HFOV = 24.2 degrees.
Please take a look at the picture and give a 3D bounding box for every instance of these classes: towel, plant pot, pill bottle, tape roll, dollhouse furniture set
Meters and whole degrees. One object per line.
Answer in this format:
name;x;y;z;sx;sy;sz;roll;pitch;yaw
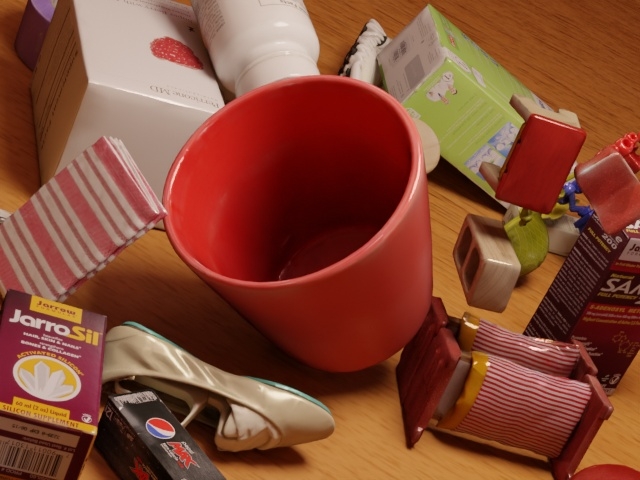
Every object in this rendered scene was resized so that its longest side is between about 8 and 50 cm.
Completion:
towel;-0.259;-0.007;1.548;0.029;0.197;0.144;45;6;-48
plant pot;0.000;0.000;1.587;0.275;0.243;0.275;-9;55;13
pill bottle;-0.073;-0.246;1.802;0.131;0.131;0.229;5;49;-33
tape roll;-0.320;-0.278;2.053;0.189;0.080;0.189;20;27;-11
dollhouse furniture set;0.241;0.058;1.611;0.201;0.374;0.152;16;24;-13

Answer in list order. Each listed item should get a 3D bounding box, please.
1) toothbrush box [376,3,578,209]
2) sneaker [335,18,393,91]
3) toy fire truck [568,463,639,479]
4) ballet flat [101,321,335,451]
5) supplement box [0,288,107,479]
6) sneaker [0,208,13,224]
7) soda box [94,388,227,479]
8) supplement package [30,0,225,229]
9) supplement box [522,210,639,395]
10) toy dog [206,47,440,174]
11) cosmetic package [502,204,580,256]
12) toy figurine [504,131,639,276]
toothbrush box;0.231;-0.188;2.201;0.283;0.122;0.206;35;23;-24
sneaker;0.088;-0.257;2.326;0.118;0.110;0.292;33;28;-3
toy fire truck;0.226;0.360;1.334;0.254;0.169;0.302;-17;43;-18
ballet flat;-0.110;0.165;1.474;0.248;0.086;0.086;22;28;-1
supplement box;-0.261;0.138;1.379;0.104;0.081;0.188;17;29;-14
sneaker;-0.330;-0.012;1.628;0.109;0.040;0.044;27;19;-4
soda box;-0.139;0.214;1.367;0.053;0.060;0.169;-7;42;-43
supplement package;-0.242;-0.173;1.830;0.177;0.175;0.293;13;30;-23
supplement box;0.343;0.075;1.797;0.130;0.239;0.073;5;34;-32
toy dog;-0.019;-0.112;1.928;0.334;0.220;0.161;17;59;2
cosmetic package;0.326;-0.016;2.153;0.115;0.041;0.060;17;29;-15
toy figurine;0.408;0.000;2.028;0.362;0.191;0.217;-32;80;-38
